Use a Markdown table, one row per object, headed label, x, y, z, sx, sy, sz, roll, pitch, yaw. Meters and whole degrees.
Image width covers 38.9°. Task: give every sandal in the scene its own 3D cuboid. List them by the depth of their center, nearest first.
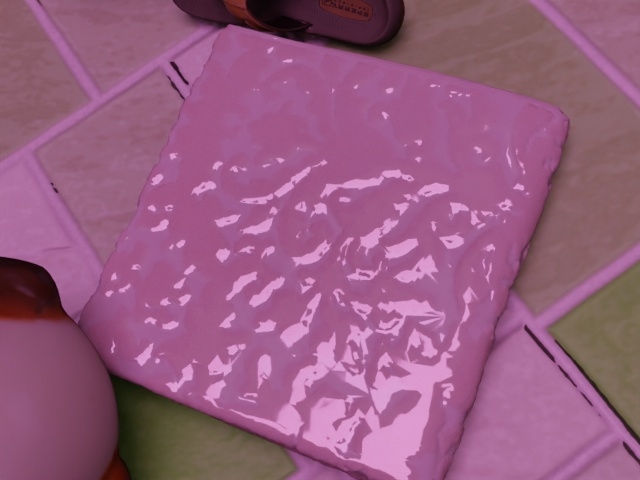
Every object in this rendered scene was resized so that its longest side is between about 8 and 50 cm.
| label | x | y | z | sx | sy | sz | roll | pitch | yaw |
| --- | --- | --- | --- | --- | --- | --- | --- | --- | --- |
| sandal | -0.037 | -0.212 | 0.799 | 0.219 | 0.090 | 0.060 | 19 | 37 | 10 |

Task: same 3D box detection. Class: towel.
| label | x | y | z | sx | sy | sz | roll | pitch | yaw |
| --- | --- | --- | --- | --- | --- | --- | --- | --- | --- |
| towel | 0.000 | 0.000 | 0.729 | 0.317 | 0.053 | 0.332 | 18 | 72 | 17 |

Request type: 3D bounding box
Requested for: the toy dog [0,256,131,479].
| label | x | y | z | sx | sy | sz | roll | pitch | yaw |
| --- | --- | --- | --- | --- | --- | --- | --- | --- | --- |
| toy dog | -0.319 | 0.153 | 0.560 | 0.395 | 0.408 | 0.285 | -29 | 87 | 41 |
